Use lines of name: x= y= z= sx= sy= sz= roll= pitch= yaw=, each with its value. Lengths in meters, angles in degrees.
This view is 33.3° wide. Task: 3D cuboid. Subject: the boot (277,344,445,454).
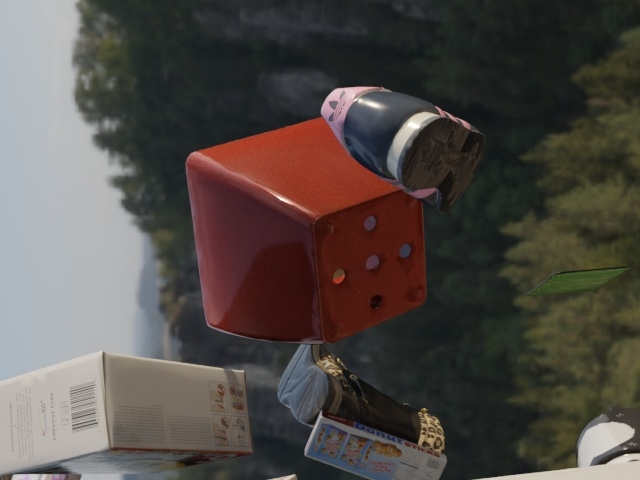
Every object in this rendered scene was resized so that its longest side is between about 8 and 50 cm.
boot: x=0.076 y=0.327 z=2.115 sx=0.138 sy=0.284 sz=0.377 roll=-61 pitch=13 yaw=0

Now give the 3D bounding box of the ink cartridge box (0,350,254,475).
ink cartridge box: x=-0.295 y=0.258 z=1.507 sx=0.309 sy=0.271 sz=0.130 roll=18 pitch=-121 yaw=-55

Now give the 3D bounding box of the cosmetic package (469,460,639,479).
cosmetic package: x=0.272 y=0.336 z=0.960 sx=0.162 sy=0.453 sz=0.230 roll=105 pitch=155 yaw=-43

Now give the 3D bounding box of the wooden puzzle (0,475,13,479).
wooden puzzle: x=-0.542 y=0.442 z=1.935 sx=0.221 sy=0.044 sz=0.239 roll=-105 pitch=4 yaw=-64

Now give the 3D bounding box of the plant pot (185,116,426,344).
plant pot: x=0.000 y=0.000 z=1.474 sx=0.235 sy=0.267 sz=0.267 roll=24 pitch=126 yaw=51

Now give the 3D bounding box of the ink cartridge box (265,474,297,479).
ink cartridge box: x=-0.145 y=0.509 z=2.012 sx=0.139 sy=0.190 sz=0.082 roll=-11 pitch=-93 yaw=-66

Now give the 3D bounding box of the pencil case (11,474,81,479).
pencil case: x=-0.446 y=0.419 z=1.691 sx=0.124 sy=0.113 sz=0.273 roll=121 pitch=164 yaw=-53

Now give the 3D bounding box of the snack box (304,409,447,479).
snack box: x=0.072 y=0.284 z=1.414 sx=0.022 sy=0.178 sz=0.064 roll=-82 pitch=13 yaw=-71

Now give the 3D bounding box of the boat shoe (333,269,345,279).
boat shoe: x=0.005 y=0.030 z=1.964 sx=0.324 sy=0.122 sz=0.120 roll=31 pitch=-122 yaw=-57

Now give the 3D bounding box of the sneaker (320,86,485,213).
sneaker: x=0.102 y=-0.115 z=1.234 sx=0.112 sy=0.131 sz=0.319 roll=-59 pitch=-20 yaw=2

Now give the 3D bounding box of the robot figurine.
robot figurine: x=0.511 y=0.384 z=1.765 sx=0.278 sy=0.173 sz=0.209 roll=-70 pitch=-23 yaw=-69

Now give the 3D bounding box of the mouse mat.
mouse mat: x=0.494 y=0.079 z=2.065 sx=0.190 sy=0.152 sz=0.007 roll=115 pitch=149 yaw=-71
